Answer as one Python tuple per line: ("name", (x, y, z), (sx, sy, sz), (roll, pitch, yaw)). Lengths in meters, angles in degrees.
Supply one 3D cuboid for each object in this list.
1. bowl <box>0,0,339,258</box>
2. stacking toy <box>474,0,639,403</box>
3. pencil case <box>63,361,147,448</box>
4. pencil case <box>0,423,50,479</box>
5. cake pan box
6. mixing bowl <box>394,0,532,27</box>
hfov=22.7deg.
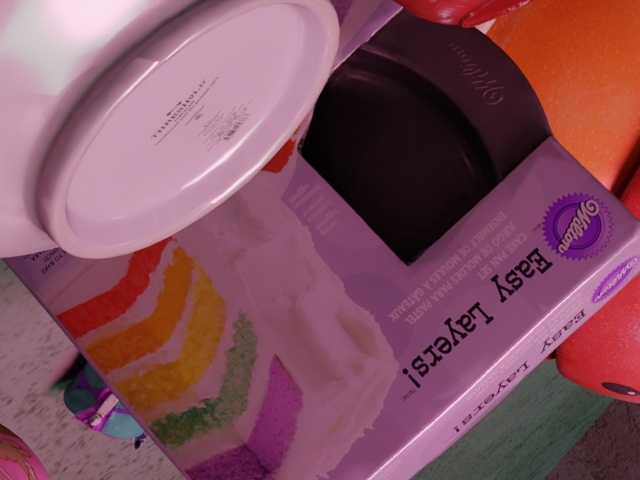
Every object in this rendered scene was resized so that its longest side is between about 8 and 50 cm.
("bowl", (-0.088, -0.087, 0.635), (0.298, 0.134, 0.298), (-36, 161, -15))
("stacking toy", (0.285, 0.013, 1.009), (0.350, 0.480, 0.350), (-46, 155, -28))
("pencil case", (-0.110, 0.067, 1.044), (0.151, 0.064, 0.070), (-55, -177, 32))
("pencil case", (-0.221, 0.084, 0.656), (0.386, 0.167, 0.160), (79, 31, -65))
("cake pan box", (0.000, 0.000, 0.831), (0.267, 0.246, 0.070), (-41, 162, -1))
("mixing bowl", (0.084, -0.166, 0.771), (0.181, 0.098, 0.181), (-26, 178, -1))
